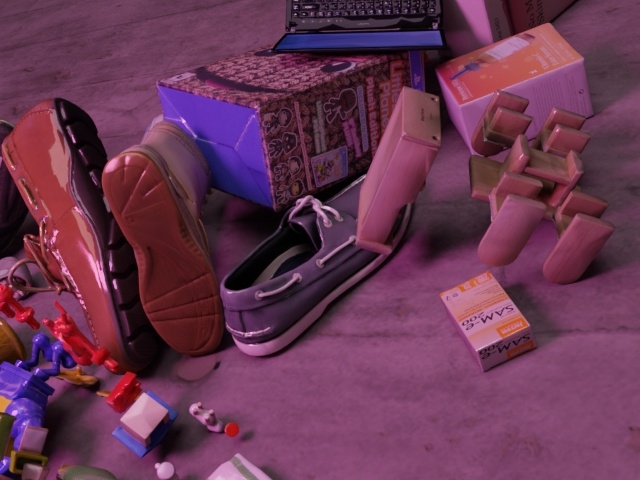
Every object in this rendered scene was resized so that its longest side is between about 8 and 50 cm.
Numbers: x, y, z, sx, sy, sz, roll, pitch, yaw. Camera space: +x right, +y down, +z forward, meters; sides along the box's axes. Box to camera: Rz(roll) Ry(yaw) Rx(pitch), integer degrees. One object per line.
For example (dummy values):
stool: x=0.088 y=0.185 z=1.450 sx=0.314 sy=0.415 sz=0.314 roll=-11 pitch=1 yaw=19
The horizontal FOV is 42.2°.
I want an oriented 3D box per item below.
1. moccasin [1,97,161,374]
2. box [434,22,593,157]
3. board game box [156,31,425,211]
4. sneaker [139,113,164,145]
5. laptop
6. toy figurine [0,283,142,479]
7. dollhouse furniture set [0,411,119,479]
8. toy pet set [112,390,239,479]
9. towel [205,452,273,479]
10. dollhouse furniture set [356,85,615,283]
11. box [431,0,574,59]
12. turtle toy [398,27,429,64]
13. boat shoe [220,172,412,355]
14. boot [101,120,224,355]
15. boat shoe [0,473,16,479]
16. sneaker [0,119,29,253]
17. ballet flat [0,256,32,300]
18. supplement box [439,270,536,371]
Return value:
moccasin: x=-0.312 y=0.001 z=1.054 sx=0.147 sy=0.139 sz=0.380 roll=-32 pitch=76 yaw=14
box: x=0.260 y=-0.204 z=1.128 sx=0.171 sy=0.091 sz=0.130 roll=-21 pitch=37 yaw=4
board game box: x=-0.034 y=-0.179 z=1.152 sx=0.291 sy=0.141 sz=0.232 roll=-28 pitch=33 yaw=-34
sneaker: x=-0.302 y=-0.070 z=1.242 sx=0.208 sy=0.127 sz=0.319 roll=-17 pitch=36 yaw=7
laptop: x=0.058 y=-0.357 z=1.166 sx=0.234 sy=0.136 sz=0.264 roll=0 pitch=76 yaw=5
toy figurine: x=-0.404 y=0.178 z=0.953 sx=0.363 sy=0.191 sz=0.217 roll=10 pitch=53 yaw=39
dollhouse furniture set: x=-0.263 y=0.217 z=0.839 sx=0.076 sy=0.152 sz=0.058 roll=-4 pitch=69 yaw=56
toy pet set: x=-0.165 y=0.223 z=0.882 sx=0.114 sy=0.065 sz=0.122 roll=35 pitch=63 yaw=10
towel: x=-0.120 y=0.352 z=0.698 sx=0.325 sy=0.038 sz=0.248 roll=-41 pitch=41 yaw=-21
dollhouse furniture set: x=0.181 y=-0.053 z=0.953 sx=0.242 sy=0.161 sz=0.212 roll=16 pitch=41 yaw=-7
box: x=0.288 y=-0.402 z=1.306 sx=0.232 sy=0.148 sz=0.127 roll=-42 pitch=41 yaw=-21
turtle toy: x=0.133 y=-0.291 z=1.311 sx=0.095 sy=0.066 sz=0.130 roll=18 pitch=80 yaw=38
boat shoe: x=0.000 y=0.000 z=1.011 sx=0.116 sy=0.099 sz=0.319 roll=17 pitch=52 yaw=43
boot: x=-0.173 y=-0.009 z=1.029 sx=0.095 sy=0.261 sz=0.203 roll=-18 pitch=19 yaw=9
boat shoe: x=-0.330 y=0.288 z=0.813 sx=0.302 sy=0.103 sz=0.113 roll=-12 pitch=28 yaw=22
sneaker: x=-0.596 y=0.014 z=1.218 sx=0.482 sy=0.185 sz=0.202 roll=-53 pitch=15 yaw=-20
ballet flat: x=-0.514 y=0.101 z=1.196 sx=0.213 sy=0.072 sz=0.068 roll=-36 pitch=49 yaw=-13
supplement box: x=0.174 y=0.083 z=0.868 sx=0.062 sy=0.036 sz=0.098 roll=-26 pitch=37 yaw=-1
